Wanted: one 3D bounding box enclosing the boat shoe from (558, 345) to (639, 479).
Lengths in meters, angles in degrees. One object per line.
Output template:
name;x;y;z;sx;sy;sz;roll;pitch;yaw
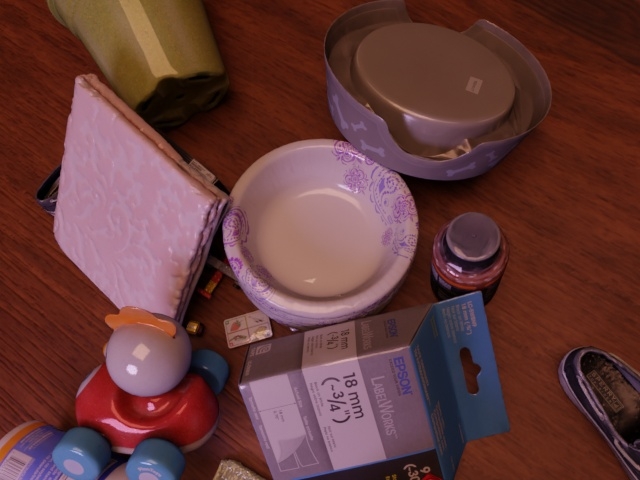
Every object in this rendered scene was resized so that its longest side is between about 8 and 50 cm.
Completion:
boat shoe;0.449;0.265;0.792;0.108;0.102;0.301;-35;71;-2

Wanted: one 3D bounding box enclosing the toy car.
toy car;-0.254;0.178;0.826;0.210;0.238;0.219;5;31;12

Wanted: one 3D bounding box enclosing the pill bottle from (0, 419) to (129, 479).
pill bottle;-0.345;0.381;0.868;0.272;0.152;0.152;18;77;14

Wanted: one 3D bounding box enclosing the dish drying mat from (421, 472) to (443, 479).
dish drying mat;0.131;0.342;0.784;0.032;0.008;0.083;28;109;-12

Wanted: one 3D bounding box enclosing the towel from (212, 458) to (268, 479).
towel;-0.107;0.404;0.886;0.148;0.027;0.110;23;78;16

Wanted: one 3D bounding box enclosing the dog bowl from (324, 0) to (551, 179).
dog bowl;0.169;-0.235;0.923;0.349;0.102;0.348;5;52;-7

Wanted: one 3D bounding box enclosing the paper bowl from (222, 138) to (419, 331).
paper bowl;0.000;0.000;0.908;0.284;0.148;0.284;1;66;-1

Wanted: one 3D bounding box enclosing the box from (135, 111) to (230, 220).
box;-0.215;-0.106;0.974;0.191;0.184;0.045;39;85;19

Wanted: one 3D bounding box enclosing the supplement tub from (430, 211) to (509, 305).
supplement tub;0.211;0.030;0.849;0.106;0.198;0.106;-3;68;8

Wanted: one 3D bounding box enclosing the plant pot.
plant pot;-0.291;-0.348;1.038;0.276;0.276;0.254;-27;83;1

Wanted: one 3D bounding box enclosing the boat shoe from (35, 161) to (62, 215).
boat shoe;-0.433;-0.132;1.080;0.075;0.065;0.206;39;83;18

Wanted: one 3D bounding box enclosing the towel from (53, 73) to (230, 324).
towel;-0.301;-0.037;0.932;0.317;0.053;0.332;40;127;17

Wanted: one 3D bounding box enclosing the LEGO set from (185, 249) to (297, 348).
LEGO set;-0.115;0.072;0.972;0.244;0.060;0.182;-17;68;5

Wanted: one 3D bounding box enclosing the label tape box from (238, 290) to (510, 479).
label tape box;0.087;0.229;0.805;0.334;0.106;0.240;-15;108;6
